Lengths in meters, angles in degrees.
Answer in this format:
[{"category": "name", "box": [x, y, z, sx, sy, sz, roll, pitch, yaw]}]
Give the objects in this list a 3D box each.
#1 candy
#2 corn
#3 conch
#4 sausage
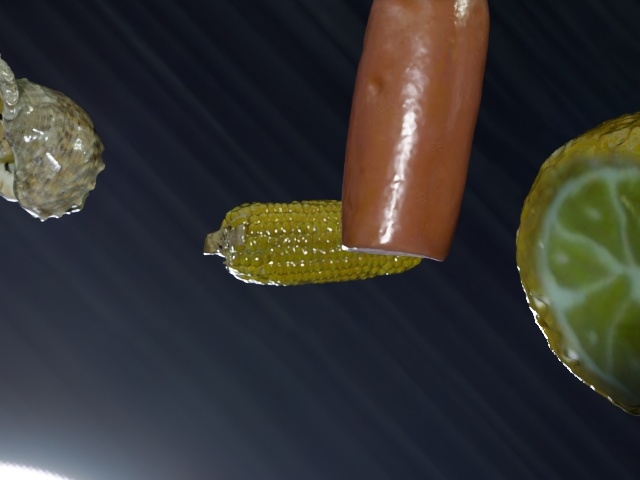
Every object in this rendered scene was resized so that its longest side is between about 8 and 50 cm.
[{"category": "candy", "box": [0.281, 0.019, 1.196, 0.118, 0.260, 0.260, -24, 166, -43]}, {"category": "corn", "box": [0.000, 0.000, 1.611, 0.261, 0.097, 0.097, -2, 166, -15]}, {"category": "conch", "box": [-0.315, -0.105, 1.523, 0.155, 0.207, 0.130, -21, -144, 20]}, {"category": "sausage", "box": [0.078, -0.113, 1.199, 0.113, 0.113, 0.259, -9, 108, -86]}]
